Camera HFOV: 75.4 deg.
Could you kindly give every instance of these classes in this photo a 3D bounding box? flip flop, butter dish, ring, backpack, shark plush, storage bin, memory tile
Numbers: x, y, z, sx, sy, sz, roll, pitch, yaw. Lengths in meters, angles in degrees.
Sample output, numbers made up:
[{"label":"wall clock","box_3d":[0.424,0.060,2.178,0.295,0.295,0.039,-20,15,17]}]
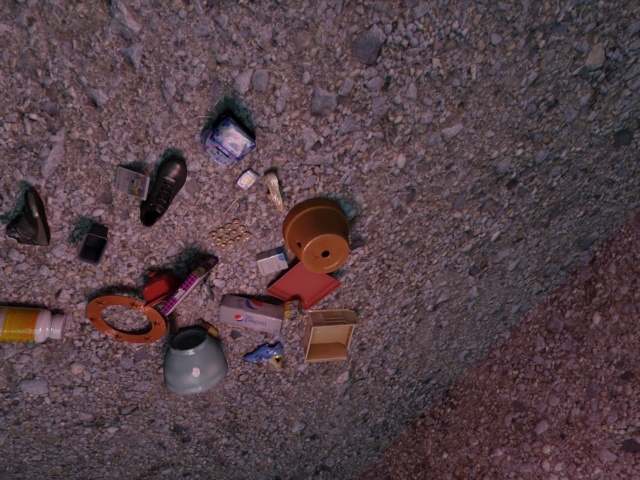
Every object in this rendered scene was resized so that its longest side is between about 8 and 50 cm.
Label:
[{"label":"flip flop","box_3d":[-0.684,0.336,1.840,0.112,0.080,0.277,8,135,-9]},{"label":"butter dish","box_3d":[-0.670,0.183,1.718,0.159,0.160,0.118,-28,102,4]},{"label":"ring","box_3d":[-0.839,0.353,1.788,0.335,0.032,0.337,2,131,2]},{"label":"backpack","box_3d":[-0.328,-0.339,1.440,0.173,0.117,0.158,-36,126,14]},{"label":"shark plush","box_3d":[-0.503,0.213,1.846,0.067,0.073,0.162,-13,116,-37]},{"label":"storage bin","box_3d":[-0.854,0.008,1.554,0.098,0.091,0.135,21,116,-28]},{"label":"memory tile","box_3d":[-0.376,-0.020,1.721,0.147,0.012,0.113,-27,128,4]},{"label":"storage bin","box_3d":[0.050,0.491,2.143,0.259,0.123,0.263,1,124,-16]}]

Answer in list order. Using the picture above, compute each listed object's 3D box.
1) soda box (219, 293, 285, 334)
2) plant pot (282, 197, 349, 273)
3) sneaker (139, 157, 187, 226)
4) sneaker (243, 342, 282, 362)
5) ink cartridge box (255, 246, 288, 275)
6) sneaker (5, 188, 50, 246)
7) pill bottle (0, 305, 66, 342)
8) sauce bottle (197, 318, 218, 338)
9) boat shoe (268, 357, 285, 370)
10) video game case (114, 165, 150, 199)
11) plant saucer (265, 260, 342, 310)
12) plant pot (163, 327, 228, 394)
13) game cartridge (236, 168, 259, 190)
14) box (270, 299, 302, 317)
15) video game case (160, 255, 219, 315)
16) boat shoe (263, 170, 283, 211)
[{"label":"soda box","box_3d":[-0.311,0.336,1.893,0.285,0.091,0.098,13,122,0]},{"label":"plant pot","box_3d":[0.000,0.000,1.724,0.290,0.204,0.291,-8,127,-11]},{"label":"sneaker","box_3d":[-0.563,-0.164,1.490,0.108,0.130,0.286,23,115,-26]},{"label":"sneaker","box_3d":[-0.303,0.577,2.152,0.209,0.069,0.082,-12,95,3]},{"label":"ink cartridge box","box_3d":[-0.214,0.092,1.823,0.122,0.052,0.089,-18,127,-5]},{"label":"sneaker","box_3d":[-1.034,-0.075,1.446,0.130,0.087,0.228,-1,131,-23]},{"label":"pill bottle","box_3d":[-1.179,0.342,1.673,0.245,0.136,0.137,9,122,-21]},{"label":"sauce bottle","box_3d":[-0.538,0.419,1.975,0.042,0.042,0.128,-31,125,7]},{"label":"boat shoe","box_3d":[-0.229,0.653,2.226,0.045,0.050,0.135,-32,127,15]},{"label":"video game case","box_3d":[-0.663,-0.202,1.459,0.121,0.011,0.087,19,105,8]},{"label":"plant saucer","box_3d":[-0.078,0.203,1.923,0.258,0.048,0.259,31,122,-32]},{"label":"plant pot","box_3d":[-0.588,0.530,1.903,0.292,0.293,0.197,-9,114,-9]},{"label":"game cartridge","box_3d":[-0.282,-0.234,1.591,0.083,0.017,0.056,-43,121,16]},{"label":"box","box_3d":[-0.175,0.331,1.967,0.168,0.059,0.054,-12,136,19]},{"label":"video game case","box_3d":[-0.533,0.181,1.704,0.042,0.210,0.232,43,108,-5]},{"label":"boat shoe","box_3d":[-0.186,-0.188,1.627,0.059,0.063,0.170,-13,118,-4]}]
